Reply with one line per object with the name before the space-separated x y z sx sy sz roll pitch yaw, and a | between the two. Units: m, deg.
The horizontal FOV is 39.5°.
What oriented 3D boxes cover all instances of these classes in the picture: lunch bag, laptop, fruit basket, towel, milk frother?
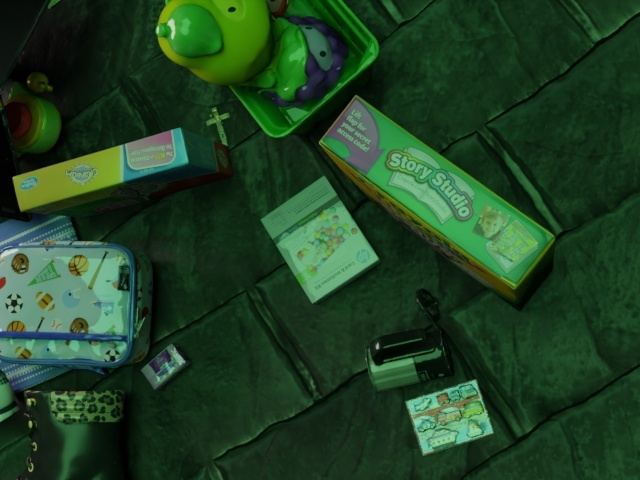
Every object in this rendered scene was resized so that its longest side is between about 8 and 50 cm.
lunch bag | -0.452 0.124 1.638 0.304 0.115 0.243 1 83 12
laptop | -0.674 -0.292 1.724 0.382 0.236 0.407 11 124 25
fruit basket | -0.110 -0.368 1.525 0.283 0.392 0.392 -39 74 6
towel | -0.553 0.105 1.736 0.243 0.040 0.336 -24 77 7
milk frother | 0.145 0.169 1.519 0.135 0.129 0.143 -15 35 11

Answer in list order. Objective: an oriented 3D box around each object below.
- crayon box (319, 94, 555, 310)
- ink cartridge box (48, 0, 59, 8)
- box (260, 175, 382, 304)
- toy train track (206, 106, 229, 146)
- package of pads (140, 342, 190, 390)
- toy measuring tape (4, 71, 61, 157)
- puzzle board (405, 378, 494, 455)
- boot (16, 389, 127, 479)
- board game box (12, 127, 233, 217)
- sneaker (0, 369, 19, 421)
crayon box | 0.194 -0.047 1.417 0.363 0.313 0.106 38 91 17
ink cartridge box | -0.512 -0.586 1.820 0.209 0.062 0.109 -36 75 7
box | 0.000 0.000 1.604 0.145 0.038 0.186 -34 75 7
toy train track | -0.193 -0.217 1.702 0.048 0.014 0.083 -21 77 10
package of pads | -0.285 0.232 1.642 0.083 0.032 0.050 -41 75 5
toy measuring tape | -0.587 -0.169 1.751 0.121 0.121 0.330 20 95 17
puzzle board | 0.218 0.300 1.512 0.128 0.011 0.096 -20 76 11
boot | -0.516 0.414 1.616 0.378 0.138 0.284 -3 81 10
board game box | -0.345 -0.115 1.604 0.317 0.242 0.064 -15 86 12
sneaker | -0.682 0.302 1.686 0.235 0.090 0.094 -12 103 13
